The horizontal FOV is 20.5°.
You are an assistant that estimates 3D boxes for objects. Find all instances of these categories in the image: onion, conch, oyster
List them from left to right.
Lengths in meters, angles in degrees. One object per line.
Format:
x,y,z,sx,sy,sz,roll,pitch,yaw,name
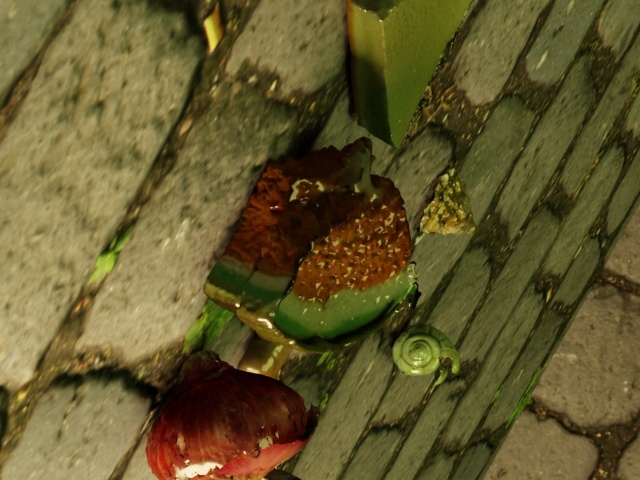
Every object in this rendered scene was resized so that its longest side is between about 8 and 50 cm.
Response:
-0.097,0.182,1.803,0.184,0.184,0.147,-2,78,-70,onion
0.162,0.168,2.548,0.079,0.106,0.170,-54,168,5,conch
0.163,-0.040,2.340,0.121,0.045,0.146,-32,150,-29,oyster

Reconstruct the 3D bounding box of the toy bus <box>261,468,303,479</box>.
-0.122,0.407,2.092,0.317,0.138,0.112,-62,168,3,toy bus

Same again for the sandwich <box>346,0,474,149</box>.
0.075,-0.215,1.776,0.245,0.063,0.212,-64,159,12,sandwich

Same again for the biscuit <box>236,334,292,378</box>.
-0.020,0.068,1.974,0.208,0.047,0.164,-43,157,-44,biscuit

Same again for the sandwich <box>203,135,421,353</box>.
-0.006,0.012,1.785,0.292,0.109,0.212,-32,130,-50,sandwich
